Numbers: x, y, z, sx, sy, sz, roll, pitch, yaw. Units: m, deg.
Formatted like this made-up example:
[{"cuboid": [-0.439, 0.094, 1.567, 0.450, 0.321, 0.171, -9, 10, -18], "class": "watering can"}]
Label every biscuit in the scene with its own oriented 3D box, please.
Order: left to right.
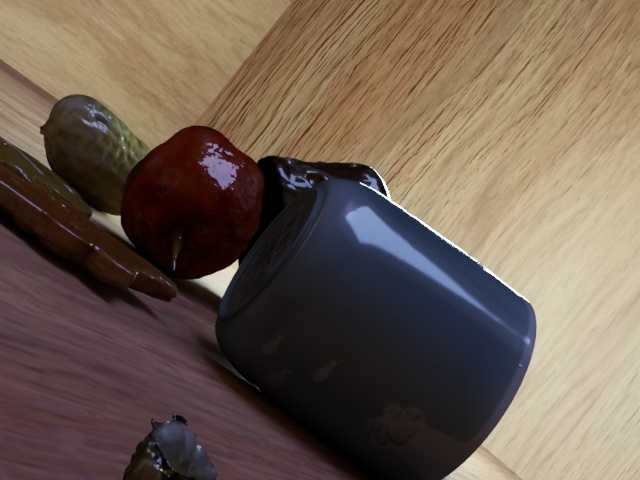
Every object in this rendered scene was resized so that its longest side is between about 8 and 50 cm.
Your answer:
[{"cuboid": [-0.347, -0.083, 1.185, 0.184, 0.035, 0.249, 39, 0, 33], "class": "biscuit"}, {"cuboid": [-0.253, -0.011, 1.010, 0.280, 0.043, 0.183, 33, -1, -33], "class": "biscuit"}]

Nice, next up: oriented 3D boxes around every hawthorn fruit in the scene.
[{"cuboid": [-0.180, -0.032, 1.395, 0.207, 0.207, 0.243, 38, 26, -16], "class": "hawthorn fruit"}]

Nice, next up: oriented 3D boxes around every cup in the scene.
[{"cuboid": [0.025, 0.104, 1.172, 0.274, 0.259, 0.356, 38, -31, -14], "class": "cup"}]

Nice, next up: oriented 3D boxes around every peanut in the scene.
[{"cuboid": [-0.322, -0.116, 1.514, 0.129, 0.129, 0.224, 38, -9, 50], "class": "peanut"}]

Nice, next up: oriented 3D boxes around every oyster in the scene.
[{"cuboid": [-0.058, 0.135, 0.509, 0.103, 0.051, 0.148, 35, -18, 43], "class": "oyster"}]

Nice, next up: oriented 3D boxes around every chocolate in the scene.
[{"cuboid": [0.000, 0.000, 1.579, 0.340, 0.210, 0.225, 115, -32, -60], "class": "chocolate"}]
